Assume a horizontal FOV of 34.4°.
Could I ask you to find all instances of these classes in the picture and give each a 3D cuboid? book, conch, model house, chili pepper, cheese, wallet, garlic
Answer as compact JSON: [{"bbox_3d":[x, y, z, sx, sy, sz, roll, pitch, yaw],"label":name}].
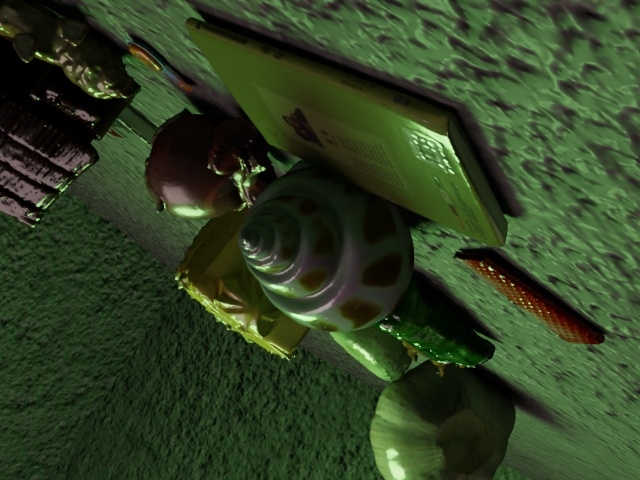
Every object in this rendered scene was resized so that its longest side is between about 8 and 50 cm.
[{"bbox_3d":[0.030,-0.118,1.102,0.352,0.035,0.239,28,167,33],"label":"book"},{"bbox_3d":[0.000,0.000,1.321,0.249,0.197,0.368,47,174,25],"label":"conch"},{"bbox_3d":[-0.501,-0.204,1.648,0.317,0.282,0.297,35,170,-14],"label":"model house"},{"bbox_3d":[0.159,0.129,1.690,0.270,0.099,0.136,37,179,-42],"label":"chili pepper"},{"bbox_3d":[-0.215,-0.233,1.378,0.111,0.017,0.047,37,172,-23],"label":"cheese"},{"bbox_3d":[0.264,0.074,1.320,0.196,0.020,0.103,35,170,-12],"label":"wallet"},{"bbox_3d":[0.236,0.397,2.128,0.317,0.317,0.259,36,173,-13],"label":"garlic"}]

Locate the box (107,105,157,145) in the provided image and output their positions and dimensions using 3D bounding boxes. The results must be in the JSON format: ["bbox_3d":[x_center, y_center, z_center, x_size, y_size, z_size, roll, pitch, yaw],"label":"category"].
[{"bbox_3d":[-0.371,-0.224,1.859,0.115,0.036,0.177,40,168,-34],"label":"box"}]

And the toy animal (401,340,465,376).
[{"bbox_3d":[0.161,0.164,1.938,0.224,0.066,0.230,22,159,33],"label":"toy animal"}]

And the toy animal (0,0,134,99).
[{"bbox_3d":[-0.396,-0.292,1.467,0.312,0.097,0.157,32,176,15],"label":"toy animal"}]

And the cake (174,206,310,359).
[{"bbox_3d":[-0.092,0.057,1.768,0.222,0.227,0.286,38,169,-20],"label":"cake"}]

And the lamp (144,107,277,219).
[{"bbox_3d":[-0.157,-0.113,1.461,0.223,0.151,0.215,-6,156,12],"label":"lamp"}]

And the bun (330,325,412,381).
[{"bbox_3d":[0.111,0.193,2.091,0.195,0.118,0.195,41,168,10],"label":"bun"}]
